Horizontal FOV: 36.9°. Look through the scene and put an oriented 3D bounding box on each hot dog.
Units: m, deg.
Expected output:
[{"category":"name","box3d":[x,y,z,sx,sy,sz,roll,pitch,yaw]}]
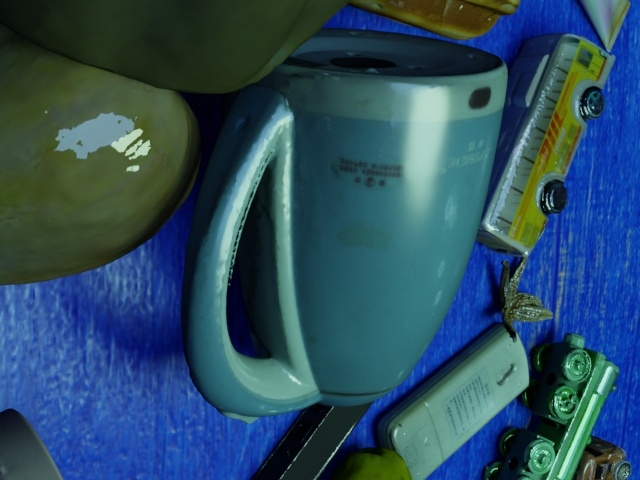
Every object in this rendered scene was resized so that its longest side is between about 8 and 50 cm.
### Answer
[{"category":"hot dog","box3d":[0.096,-0.268,0.959,0.269,0.115,0.072,9,71,-41]}]

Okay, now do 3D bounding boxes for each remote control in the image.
[{"category":"remote control","box3d":[0.163,0.195,1.149,0.233,0.038,0.098,-33,118,-29]}]

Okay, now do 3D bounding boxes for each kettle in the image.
[{"category":"kettle","box3d":[0.000,0.000,0.858,0.319,0.247,0.342,-15,118,-44]}]

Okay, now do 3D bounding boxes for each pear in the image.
[{"category":"pear","box3d":[0.054,0.290,1.042,0.107,0.107,0.131,6,88,-38]}]

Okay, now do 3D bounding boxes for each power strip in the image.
[{"category":"power strip","box3d":[-0.247,0.214,0.762,0.078,0.154,0.154,-24,113,-30]}]

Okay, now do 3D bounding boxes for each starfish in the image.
[{"category":"starfish","box3d":[0.234,0.078,1.170,0.133,0.041,0.130,56,41,-24]}]

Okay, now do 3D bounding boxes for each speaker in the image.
[{"category":"speaker","box3d":[-0.009,0.212,1.018,0.191,0.040,0.046,-51,124,-17]}]

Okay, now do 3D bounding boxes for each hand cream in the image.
[{"category":"hand cream","box3d":[0.340,-0.313,1.184,0.174,0.047,0.076,39,74,-45]}]

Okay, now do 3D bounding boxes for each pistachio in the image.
[{"category":"pistachio","box3d":[-0.221,-0.059,0.728,0.260,0.163,0.213,-32,113,-11]}]

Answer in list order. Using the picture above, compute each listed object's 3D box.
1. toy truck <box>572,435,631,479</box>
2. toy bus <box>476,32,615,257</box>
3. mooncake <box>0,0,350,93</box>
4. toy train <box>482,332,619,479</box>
[{"category":"toy truck","box3d":[0.350,0.365,1.299,0.092,0.083,0.192,4,97,-34]},{"category":"toy bus","box3d":[0.247,-0.116,1.123,0.106,0.092,0.268,28,82,-28]},{"category":"mooncake","box3d":[-0.103,-0.306,0.651,0.378,0.201,0.378,11,66,-25]},{"category":"toy train","box3d":[0.301,0.246,1.228,0.119,0.085,0.251,28,84,-24]}]
